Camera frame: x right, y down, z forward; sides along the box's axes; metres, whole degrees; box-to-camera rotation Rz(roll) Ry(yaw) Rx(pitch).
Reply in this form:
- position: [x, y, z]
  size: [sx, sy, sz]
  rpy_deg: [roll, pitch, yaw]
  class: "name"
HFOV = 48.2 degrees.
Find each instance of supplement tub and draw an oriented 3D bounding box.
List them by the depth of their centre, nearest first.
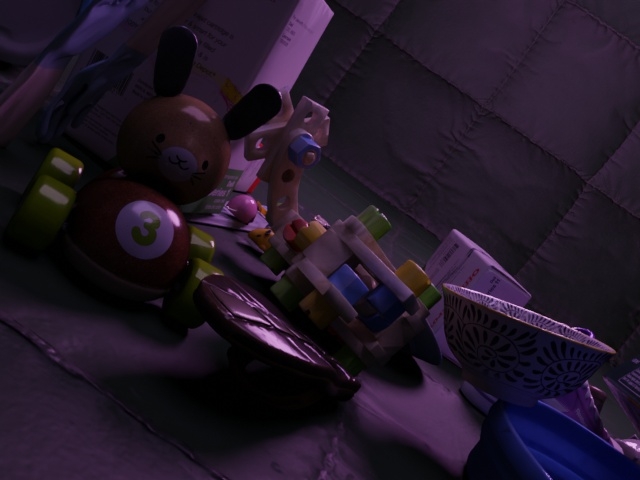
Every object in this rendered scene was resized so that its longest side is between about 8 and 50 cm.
- position: [-0.391, -0.352, 0.983]
  size: [0.194, 0.193, 0.316]
  rpy_deg: [32, 11, -23]
  class: "supplement tub"

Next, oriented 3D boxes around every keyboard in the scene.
- position: [-0.128, -0.037, 0.935]
  size: [0.072, 0.014, 0.256]
  rpy_deg: [34, 8, 20]
  class: "keyboard"

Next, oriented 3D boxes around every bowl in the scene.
- position: [0.298, 0.294, 0.638]
  size: [0.391, 0.077, 0.391]
  rpy_deg: [34, 10, -7]
  class: "bowl"
- position: [0.183, 0.108, 0.687]
  size: [0.170, 0.080, 0.170]
  rpy_deg: [21, 4, -2]
  class: "bowl"

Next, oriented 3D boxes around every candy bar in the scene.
- position: [-0.060, -0.036, 1.138]
  size: [0.040, 0.018, 0.161]
  rpy_deg: [40, 10, 22]
  class: "candy bar"

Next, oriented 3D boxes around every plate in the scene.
- position: [0.080, 0.082, 0.876]
  size: [0.188, 0.024, 0.188]
  rpy_deg: [52, -13, 17]
  class: "plate"

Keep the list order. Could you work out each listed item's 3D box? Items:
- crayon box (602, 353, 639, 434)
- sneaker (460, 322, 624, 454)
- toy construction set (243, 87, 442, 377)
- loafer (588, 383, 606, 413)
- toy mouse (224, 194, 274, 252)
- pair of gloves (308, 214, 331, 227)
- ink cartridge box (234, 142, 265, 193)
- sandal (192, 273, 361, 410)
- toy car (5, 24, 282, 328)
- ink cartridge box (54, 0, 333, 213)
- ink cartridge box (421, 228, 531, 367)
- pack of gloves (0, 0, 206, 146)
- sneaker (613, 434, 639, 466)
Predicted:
- position: [0.488, 0.302, 0.868]
  size: [0.323, 0.083, 0.203]
  rpy_deg: [59, 7, 3]
  class: "crayon box"
- position: [0.338, 0.207, 0.944]
  size: [0.282, 0.161, 0.102]
  rpy_deg: [33, 9, -24]
  class: "sneaker"
- position: [0.000, 0.000, 0.725]
  size: [0.215, 0.151, 0.327]
  rpy_deg: [51, 10, -47]
  class: "toy construction set"
- position: [0.400, 0.232, 1.247]
  size: [0.096, 0.084, 0.267]
  rpy_deg: [31, 11, -26]
  class: "loafer"
- position: [-0.070, -0.023, 0.933]
  size: [0.161, 0.031, 0.143]
  rpy_deg: [38, 13, -18]
  class: "toy mouse"
- position: [0.051, 0.036, 1.110]
  size: [0.204, 0.042, 0.240]
  rpy_deg: [37, 11, 3]
  class: "pair of gloves"
- position: [-0.163, -0.146, 1.124]
  size: [0.134, 0.078, 0.231]
  rpy_deg: [39, 10, 16]
  class: "ink cartridge box"
- position: [-0.033, 0.092, 0.537]
  size: [0.090, 0.060, 0.219]
  rpy_deg: [42, -3, 27]
  class: "sandal"
- position: [-0.116, -0.058, 0.548]
  size: [0.155, 0.188, 0.149]
  rpy_deg: [32, 11, -23]
  class: "toy car"
- position: [-0.145, -0.199, 0.809]
  size: [0.201, 0.278, 0.117]
  rpy_deg: [34, 10, 14]
  class: "ink cartridge box"
- position: [0.220, 0.088, 1.120]
  size: [0.087, 0.153, 0.208]
  rpy_deg: [35, 11, -12]
  class: "ink cartridge box"
- position: [-0.214, -0.179, 0.653]
  size: [0.046, 0.232, 0.195]
  rpy_deg: [47, 7, -4]
  class: "pack of gloves"
- position: [0.556, 0.352, 1.151]
  size: [0.281, 0.105, 0.115]
  rpy_deg: [24, 15, -48]
  class: "sneaker"
